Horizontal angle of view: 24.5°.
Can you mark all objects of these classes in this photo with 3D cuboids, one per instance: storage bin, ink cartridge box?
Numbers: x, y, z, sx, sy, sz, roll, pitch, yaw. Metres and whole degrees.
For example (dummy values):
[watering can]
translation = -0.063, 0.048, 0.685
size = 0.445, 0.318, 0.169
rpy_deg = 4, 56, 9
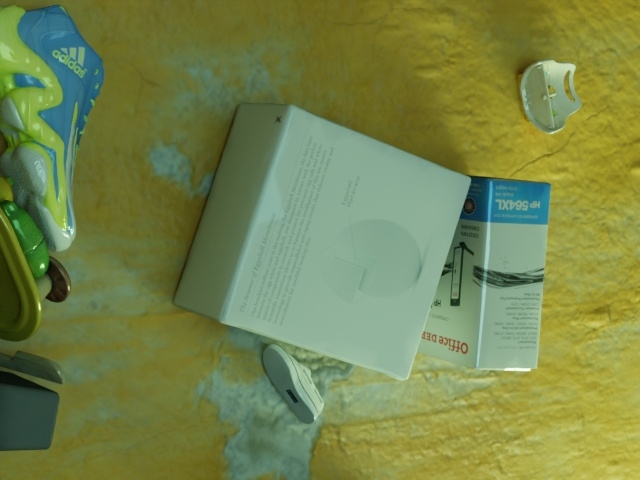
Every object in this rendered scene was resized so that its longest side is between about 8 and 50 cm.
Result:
[storage bin]
translation = -0.311, 0.163, 1.385
size = 0.091, 0.135, 0.098
rpy_deg = 11, 90, -37
[ink cartridge box]
translation = 0.168, 0.032, 1.602
size = 0.085, 0.148, 0.203
rpy_deg = 3, 93, -28

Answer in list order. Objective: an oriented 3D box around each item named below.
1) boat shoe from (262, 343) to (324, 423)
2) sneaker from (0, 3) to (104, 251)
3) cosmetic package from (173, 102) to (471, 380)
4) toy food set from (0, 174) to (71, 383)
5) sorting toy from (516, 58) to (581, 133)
[boat shoe]
translation = -0.026, 0.148, 1.582
size = 0.100, 0.035, 0.035
rpy_deg = 58, 43, -16
[sneaker]
translation = -0.248, -0.114, 1.409
size = 0.126, 0.091, 0.240
rpy_deg = -25, 113, -31
[cosmetic package]
translation = 0.000, 0.000, 1.518
size = 0.224, 0.138, 0.224
rpy_deg = 21, 86, -29
[toy food set]
translation = -0.293, 0.020, 1.389
size = 0.071, 0.128, 0.218
rpy_deg = -40, 122, -43
[sorting toy]
translation = 0.270, -0.171, 1.697
size = 0.075, 0.045, 0.083
rpy_deg = -18, 103, -32
